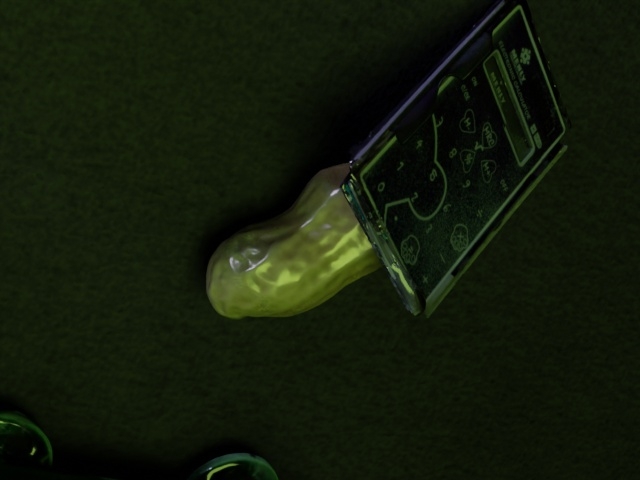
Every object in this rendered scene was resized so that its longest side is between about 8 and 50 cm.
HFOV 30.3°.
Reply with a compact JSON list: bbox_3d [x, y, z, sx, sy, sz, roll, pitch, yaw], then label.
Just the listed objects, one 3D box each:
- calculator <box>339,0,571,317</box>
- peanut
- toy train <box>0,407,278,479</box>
[{"bbox_3d":[0.124,-0.074,1.005,0.274,0.028,0.166,-48,123,-30],"label":"calculator"},{"bbox_3d":[0.000,0.000,1.008,0.214,0.090,0.098,-32,134,-10],"label":"peanut"},{"bbox_3d":[-0.194,0.309,1.019,0.442,0.179,0.272,16,112,-31],"label":"toy train"}]
